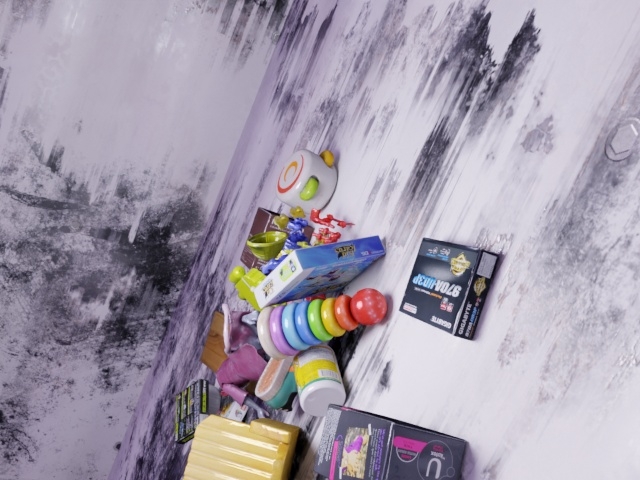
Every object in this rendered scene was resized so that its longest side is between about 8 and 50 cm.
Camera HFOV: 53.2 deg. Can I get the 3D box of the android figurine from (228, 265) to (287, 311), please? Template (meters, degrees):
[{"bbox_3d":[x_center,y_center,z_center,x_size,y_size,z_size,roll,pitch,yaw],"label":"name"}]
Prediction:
[{"bbox_3d":[-0.198,0.183,2.091,0.056,0.248,0.273,-42,2,-24],"label":"android figurine"}]

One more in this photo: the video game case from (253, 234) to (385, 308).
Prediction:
[{"bbox_3d":[-0.003,0.082,1.656,0.244,0.269,0.061,-42,64,50],"label":"video game case"}]

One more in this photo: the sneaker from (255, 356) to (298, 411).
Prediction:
[{"bbox_3d":[-0.063,0.341,1.813,0.108,0.121,0.302,-6,46,55],"label":"sneaker"}]

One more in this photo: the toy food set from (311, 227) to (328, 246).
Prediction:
[{"bbox_3d":[0.000,0.000,2.028,0.083,0.020,0.083,8,80,68],"label":"toy food set"}]

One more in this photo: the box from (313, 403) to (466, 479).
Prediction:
[{"bbox_3d":[0.123,0.412,1.223,0.270,0.165,0.143,-13,60,64],"label":"box"}]

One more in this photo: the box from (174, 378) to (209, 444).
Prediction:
[{"bbox_3d":[-0.475,0.632,2.361,0.184,0.045,0.191,-41,42,39],"label":"box"}]

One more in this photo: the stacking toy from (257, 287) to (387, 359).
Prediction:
[{"bbox_3d":[0.013,0.195,1.592,0.330,0.141,0.141,-19,49,23],"label":"stacking toy"}]

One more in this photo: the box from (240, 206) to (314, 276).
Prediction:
[{"bbox_3d":[-0.151,0.015,2.174,0.203,0.168,0.167,-70,22,4],"label":"box"}]

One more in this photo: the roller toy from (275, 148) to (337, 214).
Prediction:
[{"bbox_3d":[-0.043,-0.193,2.111,0.191,0.146,0.209,-25,47,47],"label":"roller toy"}]

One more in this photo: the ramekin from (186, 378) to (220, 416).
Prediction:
[{"bbox_3d":[-0.472,0.658,2.515,0.207,0.109,0.207,-49,31,45],"label":"ramekin"}]

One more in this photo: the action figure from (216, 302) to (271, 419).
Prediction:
[{"bbox_3d":[-0.245,0.396,1.971,0.370,0.275,0.248,-49,34,39],"label":"action figure"}]

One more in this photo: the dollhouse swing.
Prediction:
[{"bbox_3d":[-0.243,0.634,1.679,0.315,0.304,0.347,72,-149,-76],"label":"dollhouse swing"}]

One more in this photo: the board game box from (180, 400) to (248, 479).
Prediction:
[{"bbox_3d":[-0.364,0.699,2.171,0.193,0.053,0.305,-40,18,52],"label":"board game box"}]

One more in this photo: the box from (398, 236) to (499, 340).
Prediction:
[{"bbox_3d":[0.257,0.092,1.309,0.220,0.051,0.175,18,90,68],"label":"box"}]

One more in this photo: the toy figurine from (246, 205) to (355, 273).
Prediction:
[{"bbox_3d":[-0.066,0.062,1.786,0.362,0.191,0.217,-35,-40,-60],"label":"toy figurine"}]

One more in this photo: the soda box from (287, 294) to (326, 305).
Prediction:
[{"bbox_3d":[-0.060,0.113,1.985,0.083,0.092,0.263,-57,27,27],"label":"soda box"}]

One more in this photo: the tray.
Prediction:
[{"bbox_3d":[-0.313,0.399,2.316,0.411,0.076,0.203,11,83,61],"label":"tray"}]

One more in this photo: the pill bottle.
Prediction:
[{"bbox_3d":[-0.010,0.340,1.658,0.118,0.117,0.208,-60,25,26],"label":"pill bottle"}]
